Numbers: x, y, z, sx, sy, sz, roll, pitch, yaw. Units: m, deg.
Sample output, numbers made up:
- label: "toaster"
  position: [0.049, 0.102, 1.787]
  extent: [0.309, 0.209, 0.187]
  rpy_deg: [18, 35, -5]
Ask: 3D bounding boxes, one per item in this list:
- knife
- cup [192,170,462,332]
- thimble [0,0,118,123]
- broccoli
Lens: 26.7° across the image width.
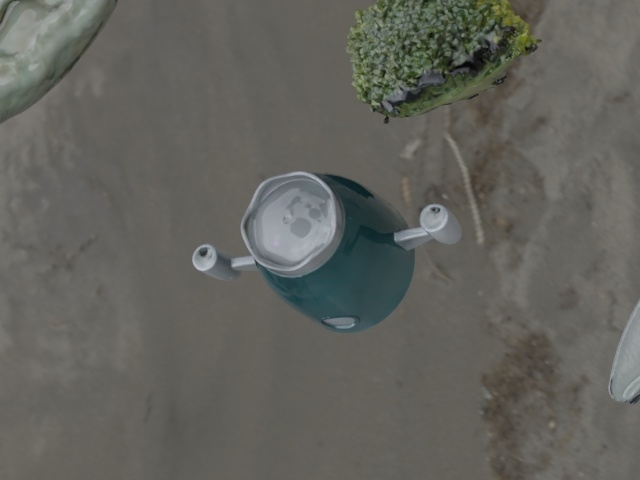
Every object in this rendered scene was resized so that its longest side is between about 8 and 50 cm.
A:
- label: "knife"
  position: [0.387, 0.025, 1.303]
  extent: [0.336, 0.081, 0.043]
  rpy_deg: [-41, 2, -15]
- label: "cup"
  position: [0.000, 0.000, 1.454]
  extent: [0.300, 0.173, 0.167]
  rpy_deg: [-10, 69, 22]
- label: "thimble"
  position: [-0.284, -0.205, 0.902]
  extent: [0.291, 0.291, 0.195]
  rpy_deg: [-63, 21, -3]
- label: "broccoli"
  position: [0.151, -0.272, 1.774]
  extent: [0.242, 0.273, 0.180]
  rpy_deg: [-25, 88, 21]
